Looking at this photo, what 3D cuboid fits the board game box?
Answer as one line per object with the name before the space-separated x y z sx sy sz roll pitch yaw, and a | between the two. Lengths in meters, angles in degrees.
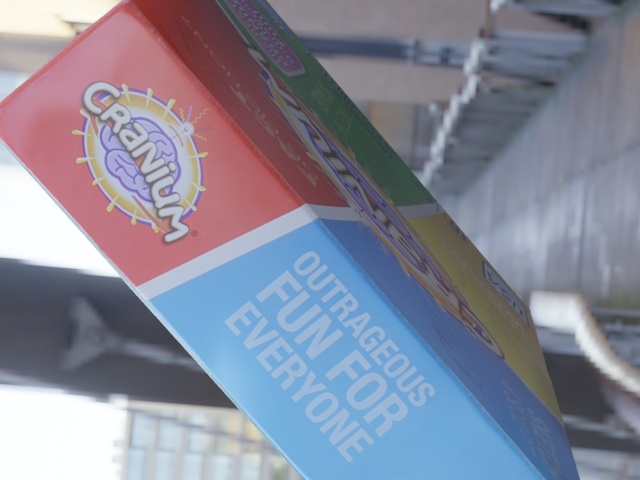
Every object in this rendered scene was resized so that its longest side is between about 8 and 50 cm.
board game box | 0.000 0.000 0.707 0.242 0.064 0.316 49 -170 -8
